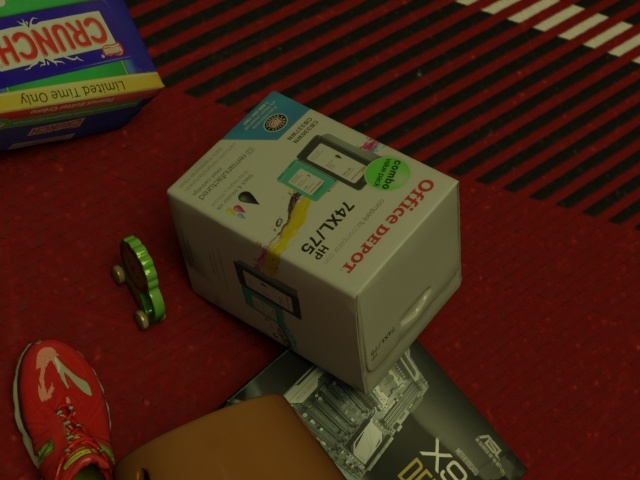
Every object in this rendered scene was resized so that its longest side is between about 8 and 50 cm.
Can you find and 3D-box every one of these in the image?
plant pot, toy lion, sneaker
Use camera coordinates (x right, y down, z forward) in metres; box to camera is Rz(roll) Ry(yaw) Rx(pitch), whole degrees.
[{"bbox_3d":[-0.092,0.294,1.345,0.291,0.291,0.203,-19,75,-25],"label":"plant pot"},{"bbox_3d":[-0.209,0.046,1.499,0.034,0.096,0.100,-24,81,-26],"label":"toy lion"},{"bbox_3d":[-0.263,0.233,1.399,0.107,0.118,0.279,-10,75,-24],"label":"sneaker"}]

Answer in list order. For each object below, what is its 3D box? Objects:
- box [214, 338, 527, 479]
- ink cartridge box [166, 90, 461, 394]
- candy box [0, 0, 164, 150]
[{"bbox_3d":[0.063,0.243,1.537,0.242,0.076,0.307,-38,86,-26],"label":"box"},{"bbox_3d":[0.000,0.000,1.477,0.270,0.197,0.198,28,59,26],"label":"ink cartridge box"},{"bbox_3d":[-0.374,-0.273,1.504,0.268,0.122,0.317,-17,79,-44],"label":"candy box"}]
